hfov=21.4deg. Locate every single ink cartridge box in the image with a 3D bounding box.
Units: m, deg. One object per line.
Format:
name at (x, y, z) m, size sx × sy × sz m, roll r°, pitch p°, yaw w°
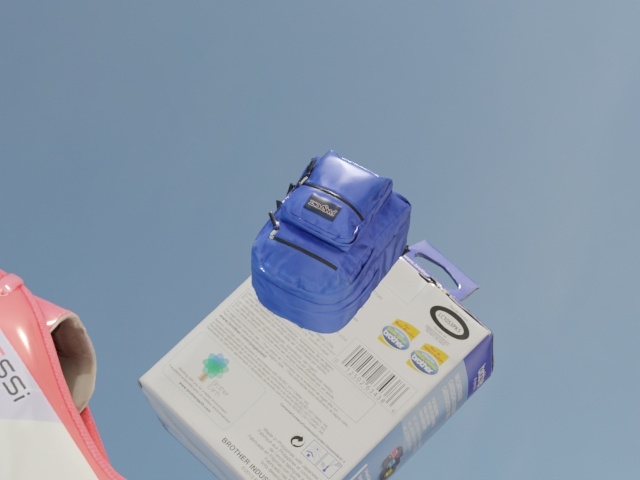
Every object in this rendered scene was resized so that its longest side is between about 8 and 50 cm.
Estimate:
ink cartridge box at (0.023, 0.143, 2.028) m, size 0.395 × 0.270 × 0.151 m, roll -44°, pitch -22°, yaw -13°

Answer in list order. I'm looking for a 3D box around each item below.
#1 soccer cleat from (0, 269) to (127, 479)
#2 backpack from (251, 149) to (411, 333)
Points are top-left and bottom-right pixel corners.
soccer cleat at (-0.150, 0.040, 0.598) m, size 0.116 × 0.318 × 0.109 m, roll -40°, pitch -27°, yaw -10°
backpack at (0.000, 0.000, 1.279) m, size 0.120 × 0.098 × 0.101 m, roll -54°, pitch -24°, yaw -28°
